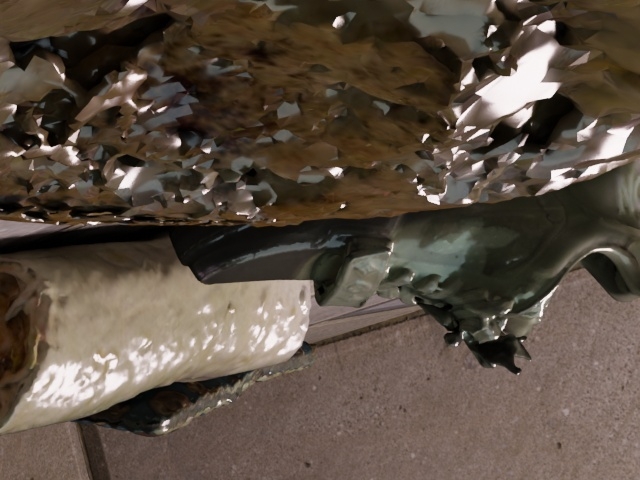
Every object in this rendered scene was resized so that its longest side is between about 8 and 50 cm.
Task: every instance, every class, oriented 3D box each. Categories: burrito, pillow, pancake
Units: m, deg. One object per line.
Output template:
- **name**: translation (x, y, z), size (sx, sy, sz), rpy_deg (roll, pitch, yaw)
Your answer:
- **burrito**: translation (-0.142, 0.053, 1.016), size (0.143, 0.105, 0.299), rpy_deg (-16, 177, 44)
- **pillow**: translation (-0.134, 0.084, 1.180), size (0.189, 0.034, 0.255), rpy_deg (13, -165, 22)
- **pancake**: translation (0.051, -0.075, 0.373), size (0.387, 0.082, 0.387), rpy_deg (-10, 167, -2)

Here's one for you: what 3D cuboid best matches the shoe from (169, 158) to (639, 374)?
- **shoe**: translation (0.069, 0.014, 0.969), size (0.293, 0.149, 0.109), rpy_deg (-15, 175, -12)
